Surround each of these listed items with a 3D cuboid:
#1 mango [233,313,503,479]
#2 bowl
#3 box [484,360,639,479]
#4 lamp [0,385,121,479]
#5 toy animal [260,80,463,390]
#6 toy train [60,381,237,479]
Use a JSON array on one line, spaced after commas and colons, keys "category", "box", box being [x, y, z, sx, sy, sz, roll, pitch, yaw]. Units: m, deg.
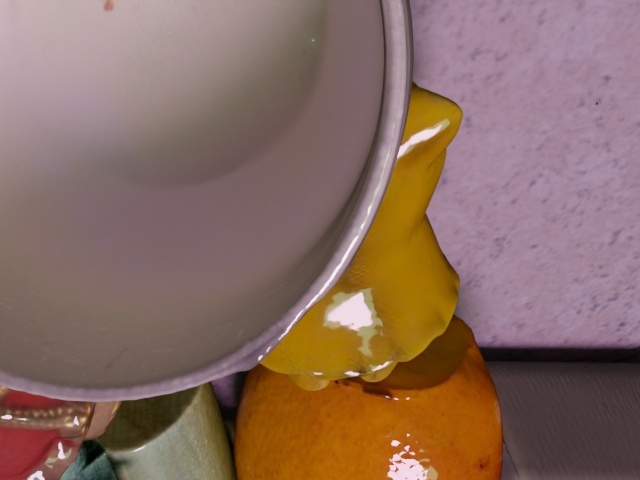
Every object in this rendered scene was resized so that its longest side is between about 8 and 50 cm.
[{"category": "mango", "box": [0.030, 0.185, 0.881, 0.187, 0.138, 0.257, 4, 110, 13]}, {"category": "bowl", "box": [-0.083, -0.081, 0.552, 0.277, 0.277, 0.145, -37, 180, 19]}, {"category": "box", "box": [0.221, 0.256, 1.065, 0.344, 0.177, 0.352, 5, 134, -24]}, {"category": "lamp", "box": [-0.238, 0.052, 0.671, 0.274, 0.177, 0.177, 8, 132, -31]}, {"category": "toy animal", "box": [0.005, -0.001, 0.719, 0.156, 0.156, 0.229, -16, 135, -5]}, {"category": "toy train", "box": [-0.121, 0.201, 0.891, 0.189, 0.126, 0.307, -28, 141, -15]}]
